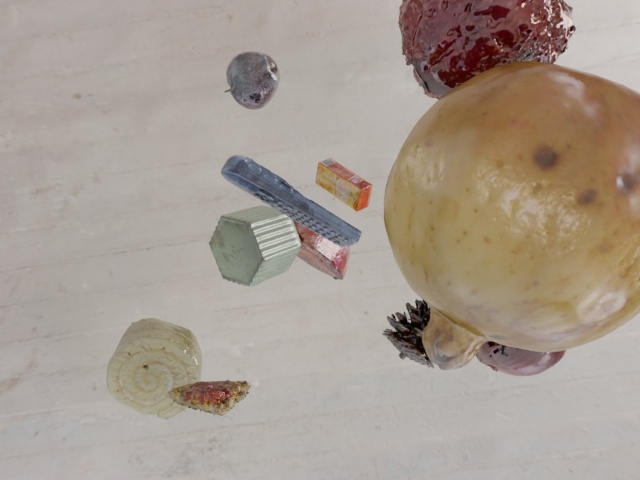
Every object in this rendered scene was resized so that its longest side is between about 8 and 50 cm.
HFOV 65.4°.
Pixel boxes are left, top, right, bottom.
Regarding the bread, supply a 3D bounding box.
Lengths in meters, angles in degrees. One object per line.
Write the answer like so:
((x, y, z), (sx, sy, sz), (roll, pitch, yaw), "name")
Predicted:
((-0.274, 0.208, 0.843), (0.148, 0.141, 0.134), (38, 86, -14), "bread")

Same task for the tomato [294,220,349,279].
((0.000, -0.006, 1.721), (0.309, 0.309, 0.170), (33, 80, 2), "tomato")

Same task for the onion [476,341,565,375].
((0.621, 0.277, 1.580), (0.341, 0.341, 0.341), (0, 89, 1), "onion")

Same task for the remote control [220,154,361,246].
((-0.029, -0.038, 0.503), (0.152, 0.043, 0.027), (32, 66, -16), "remote control")

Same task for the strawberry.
((0.245, -0.324, 0.798), (0.274, 0.274, 0.220), (26, 96, 2), "strawberry")

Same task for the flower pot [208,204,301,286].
((-0.203, 0.014, 1.557), (0.209, 0.189, 0.239), (45, 123, 18), "flower pot")

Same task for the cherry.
((-0.228, -0.552, 1.712), (0.195, 0.195, 0.195), (0, 89, 1), "cherry")

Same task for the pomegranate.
((0.250, -0.013, 0.656), (0.410, 0.410, 0.410), (0, 89, 1), "pomegranate")

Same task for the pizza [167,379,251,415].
((-0.131, 0.195, 0.652), (0.100, 0.099, 0.029), (5, 94, 37), "pizza")

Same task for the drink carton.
((0.082, -0.204, 1.809), (0.071, 0.096, 0.223), (-26, 50, -36), "drink carton")

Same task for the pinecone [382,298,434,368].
((0.285, 0.258, 1.425), (0.208, 0.208, 0.207), (0, 89, 1), "pinecone")
